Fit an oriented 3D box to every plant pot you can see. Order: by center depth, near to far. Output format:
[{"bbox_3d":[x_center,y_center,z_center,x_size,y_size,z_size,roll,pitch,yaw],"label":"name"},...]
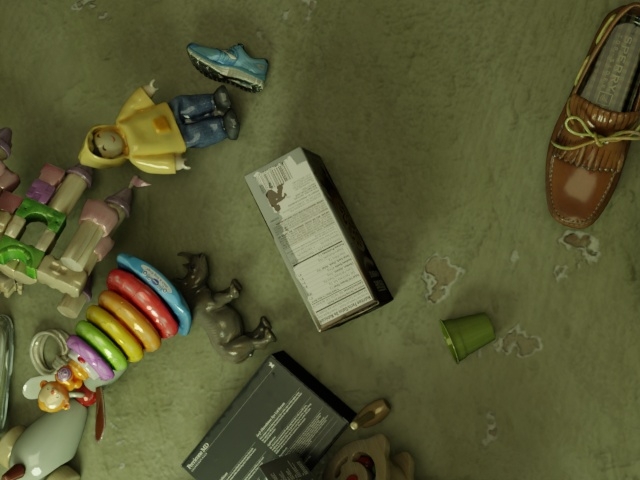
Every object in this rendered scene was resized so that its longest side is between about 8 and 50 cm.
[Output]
[{"bbox_3d":[0.257,0.161,1.828,0.079,0.083,0.083,-22,84,-3],"label":"plant pot"}]

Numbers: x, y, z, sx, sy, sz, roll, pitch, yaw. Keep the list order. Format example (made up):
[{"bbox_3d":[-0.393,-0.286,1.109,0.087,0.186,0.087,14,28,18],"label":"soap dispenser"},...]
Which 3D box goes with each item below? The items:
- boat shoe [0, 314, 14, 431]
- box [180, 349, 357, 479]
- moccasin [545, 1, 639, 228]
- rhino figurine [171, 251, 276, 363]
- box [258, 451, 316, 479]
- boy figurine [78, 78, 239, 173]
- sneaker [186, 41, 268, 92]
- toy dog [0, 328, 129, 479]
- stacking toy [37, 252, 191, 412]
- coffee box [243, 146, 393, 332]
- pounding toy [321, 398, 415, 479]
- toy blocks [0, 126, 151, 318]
[{"bbox_3d":[-0.639,0.298,1.999,0.118,0.103,0.320,8,94,13],"label":"boat shoe"},{"bbox_3d":[-0.090,0.353,1.876,0.184,0.103,0.261,40,97,7],"label":"box"},{"bbox_3d":[0.470,-0.204,1.751,0.139,0.147,0.380,24,93,11],"label":"moccasin"},{"bbox_3d":[-0.188,0.117,1.918,0.106,0.073,0.243,-39,80,5],"label":"rhino figurine"},{"bbox_3d":[0.005,0.528,1.705,0.077,0.307,0.242,-18,123,-20],"label":"box"},{"bbox_3d":[-0.297,-0.202,1.894,0.285,0.092,0.177,-15,85,-13],"label":"boy figurine"},{"bbox_3d":[-0.168,-0.329,1.940,0.162,0.063,0.073,22,76,7],"label":"sneaker"},{"bbox_3d":[-0.485,0.331,1.928,0.220,0.161,0.333,14,91,11],"label":"toy dog"},{"bbox_3d":[-0.380,0.182,1.854,0.175,0.165,0.302,41,70,8],"label":"stacking toy"},{"bbox_3d":[0.000,0.000,1.833,0.119,0.168,0.297,-28,84,10],"label":"coffee box"},{"bbox_3d":[0.057,0.394,1.786,0.154,0.269,0.155,-39,116,24],"label":"pounding toy"},{"bbox_3d":[-0.498,-0.052,1.939,0.289,0.309,0.260,24,60,0],"label":"toy blocks"}]
